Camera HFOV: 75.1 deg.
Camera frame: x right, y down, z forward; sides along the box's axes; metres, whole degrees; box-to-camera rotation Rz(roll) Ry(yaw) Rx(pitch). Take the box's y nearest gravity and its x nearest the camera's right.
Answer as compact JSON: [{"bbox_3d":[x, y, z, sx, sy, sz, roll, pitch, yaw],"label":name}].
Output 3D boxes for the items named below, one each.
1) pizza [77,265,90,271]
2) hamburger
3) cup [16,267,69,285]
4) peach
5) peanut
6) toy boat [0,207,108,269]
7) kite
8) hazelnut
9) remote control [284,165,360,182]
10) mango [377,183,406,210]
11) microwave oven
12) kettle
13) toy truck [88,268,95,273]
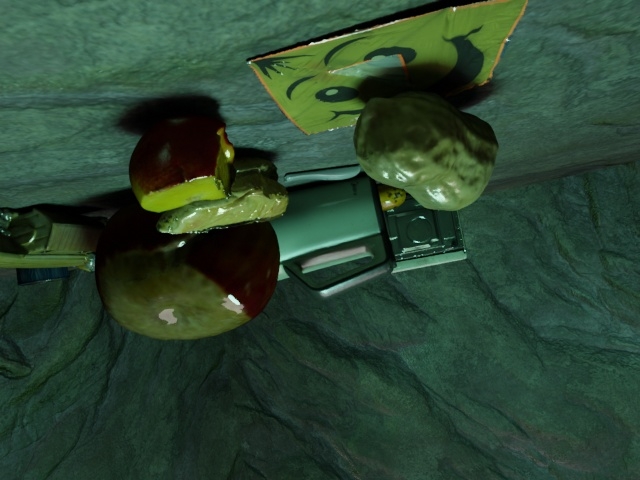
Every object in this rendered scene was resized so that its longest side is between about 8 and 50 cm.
[{"bbox_3d":[-0.714,0.027,1.321,0.182,0.063,0.161,13,-134,31],"label":"pizza"},{"bbox_3d":[-0.174,-0.095,0.728,0.262,0.124,0.131,-14,162,-36],"label":"hamburger"},{"bbox_3d":[-0.730,0.041,1.115,0.113,0.138,0.150,-12,177,37],"label":"cup"},{"bbox_3d":[-0.174,-0.097,0.523,0.151,0.118,0.151,-8,-143,7],"label":"peach"},{"bbox_3d":[0.163,-0.121,0.593,0.143,0.159,0.291,-37,162,33],"label":"peanut"},{"bbox_3d":[-0.589,-0.001,0.894,0.162,0.136,0.445,-15,176,7],"label":"toy boat"},{"bbox_3d":[0.060,-0.191,0.503,0.327,0.013,0.377,-8,179,-36],"label":"kite"},{"bbox_3d":[-0.298,0.041,0.961,0.409,0.359,0.359,-13,178,1],"label":"hazelnut"},{"bbox_3d":[0.006,-0.154,0.997,0.184,0.027,0.050,-9,177,-13],"label":"remote control"},{"bbox_3d":[0.201,-0.145,1.410,0.178,0.090,0.115,-2,-170,35],"label":"mango"},{"bbox_3d":[0.404,-0.038,1.829,0.394,0.333,0.247,-12,-179,8],"label":"microwave oven"},{"bbox_3d":[0.000,0.000,1.160,0.376,0.361,0.250,-13,136,9],"label":"kettle"},{"bbox_3d":[-0.546,-0.001,1.199,0.272,0.124,0.157,-14,-175,23],"label":"toy truck"}]
